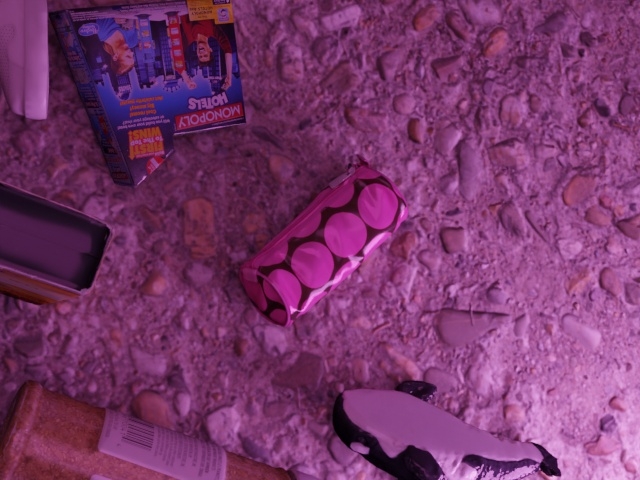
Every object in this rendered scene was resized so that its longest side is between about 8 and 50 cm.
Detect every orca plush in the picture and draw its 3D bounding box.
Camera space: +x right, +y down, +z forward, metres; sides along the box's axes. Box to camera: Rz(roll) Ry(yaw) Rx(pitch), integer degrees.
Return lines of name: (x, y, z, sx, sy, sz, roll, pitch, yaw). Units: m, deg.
orca plush: (0.135, 0.254, 1.254, 0.287, 0.102, 0.151, 8, 38, -29)

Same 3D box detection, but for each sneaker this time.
sneaker: (-0.372, -0.261, 1.093, 0.169, 0.108, 0.293, -6, 78, -18)

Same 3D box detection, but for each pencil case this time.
pencil case: (0.000, 0.000, 1.206, 0.209, 0.095, 0.098, -45, 136, -19)

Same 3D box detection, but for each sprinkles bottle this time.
sprinkles bottle: (-0.165, 0.259, 1.109, 0.355, 0.121, 0.121, 23, 78, -16)

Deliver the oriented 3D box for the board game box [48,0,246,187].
board game box: (-0.184, -0.163, 1.157, 0.194, 0.060, 0.194, -13, 104, -31)

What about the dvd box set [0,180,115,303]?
dvd box set: (-0.358, -0.021, 0.905, 0.307, 0.420, 0.062, 21, 79, -18)
